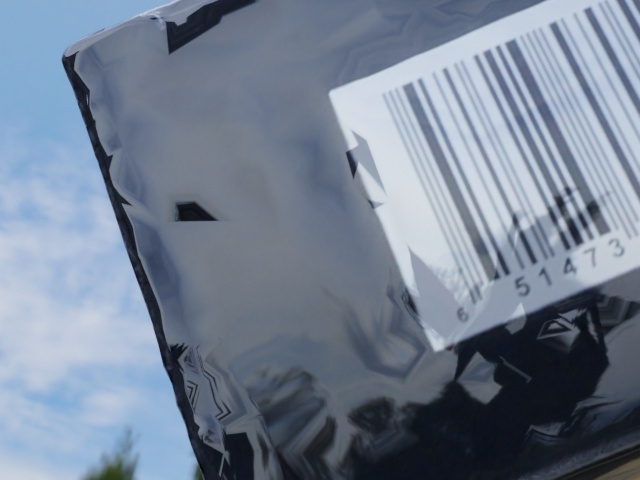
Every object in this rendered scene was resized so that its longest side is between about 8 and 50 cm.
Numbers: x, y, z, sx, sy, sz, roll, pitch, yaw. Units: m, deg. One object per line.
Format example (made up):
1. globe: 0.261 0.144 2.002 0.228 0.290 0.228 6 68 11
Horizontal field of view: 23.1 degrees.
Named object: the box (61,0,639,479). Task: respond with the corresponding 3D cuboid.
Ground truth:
1. box: 0.116 0.040 0.645 0.293 0.212 0.395 -23 -28 1
